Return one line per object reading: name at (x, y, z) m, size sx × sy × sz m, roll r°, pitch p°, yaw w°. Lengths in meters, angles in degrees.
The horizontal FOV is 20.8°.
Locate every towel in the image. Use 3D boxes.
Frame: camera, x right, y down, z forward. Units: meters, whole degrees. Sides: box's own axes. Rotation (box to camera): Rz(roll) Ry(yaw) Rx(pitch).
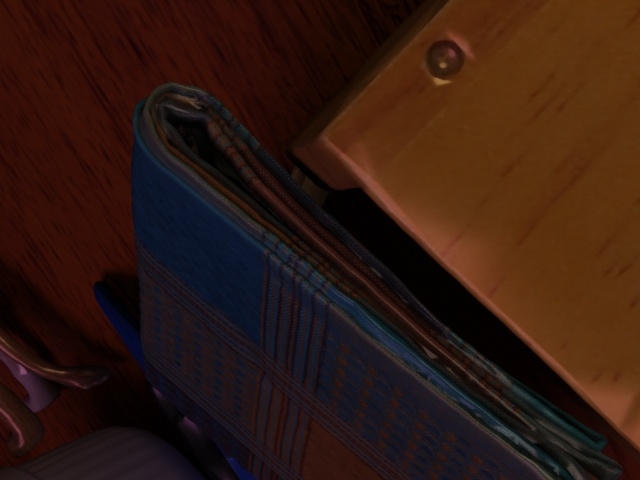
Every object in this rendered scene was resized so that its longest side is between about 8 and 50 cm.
towel at (0.006, 0.085, 0.904) m, size 0.271 × 0.040 × 0.370 m, roll 41°, pitch 160°, yaw 12°

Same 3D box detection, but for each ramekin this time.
ramekin at (-0.141, 0.265, 1.335) m, size 0.273 × 0.127 × 0.273 m, roll 41°, pitch 151°, yaw 30°

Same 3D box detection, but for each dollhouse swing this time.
dollhouse swing at (0.194, -0.018, 0.827) m, size 0.347 × 0.305 × 0.315 m, roll 43°, pitch 105°, yaw -6°

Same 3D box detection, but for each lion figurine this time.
lion figurine at (-0.355, 0.077, 1.424) m, size 0.392 × 0.142 × 0.240 m, roll -24°, pitch 106°, yaw 38°

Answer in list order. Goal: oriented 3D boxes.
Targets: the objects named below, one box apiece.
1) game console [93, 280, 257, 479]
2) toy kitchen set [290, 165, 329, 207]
game console at (-0.002, 0.140, 1.231) m, size 0.250 × 0.173 × 0.293 m, roll -21°, pitch 120°, yaw 18°
toy kitchen set at (0.000, 0.000, 1.048) m, size 0.075 × 0.083 × 0.068 m, roll 21°, pitch -167°, yaw -17°
